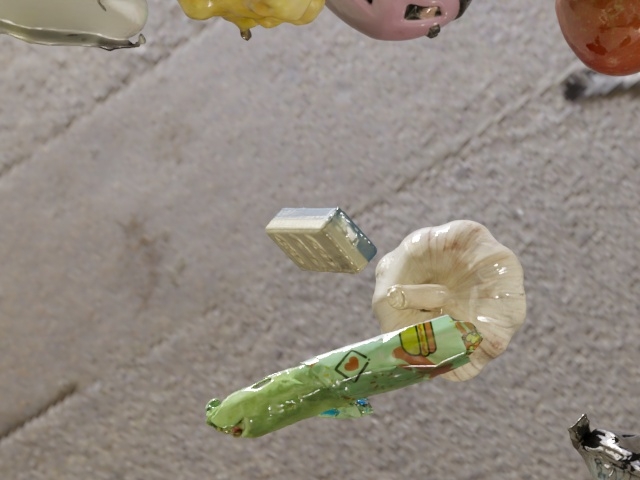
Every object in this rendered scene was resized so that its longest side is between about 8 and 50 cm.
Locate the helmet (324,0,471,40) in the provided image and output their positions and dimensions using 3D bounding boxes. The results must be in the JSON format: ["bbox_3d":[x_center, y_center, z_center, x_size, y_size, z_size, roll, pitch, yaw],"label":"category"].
[{"bbox_3d":[0.045,-0.308,1.623,0.253,0.198,0.154,33,78,0],"label":"helmet"}]

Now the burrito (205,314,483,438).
[{"bbox_3d":[0.026,0.149,1.567,0.288,0.104,0.054,-18,56,-2],"label":"burrito"}]

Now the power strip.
[{"bbox_3d":[0.000,0.000,1.354,0.032,0.056,0.123,-49,20,-17],"label":"power strip"}]

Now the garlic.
[{"bbox_3d":[0.131,0.060,1.857,0.199,0.226,0.199,-5,79,26],"label":"garlic"}]

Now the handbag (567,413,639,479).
[{"bbox_3d":[0.334,0.288,1.306,0.075,0.332,0.191,-40,8,-6],"label":"handbag"}]

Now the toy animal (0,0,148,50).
[{"bbox_3d":[-0.232,-0.291,1.224,0.174,0.249,0.289,-4,43,6],"label":"toy animal"}]

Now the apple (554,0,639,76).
[{"bbox_3d":[0.382,-0.296,1.928,0.168,0.181,0.181,-26,53,22],"label":"apple"}]

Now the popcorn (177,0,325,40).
[{"bbox_3d":[-0.055,-0.210,1.009,0.152,0.148,0.167,-53,35,25],"label":"popcorn"}]
